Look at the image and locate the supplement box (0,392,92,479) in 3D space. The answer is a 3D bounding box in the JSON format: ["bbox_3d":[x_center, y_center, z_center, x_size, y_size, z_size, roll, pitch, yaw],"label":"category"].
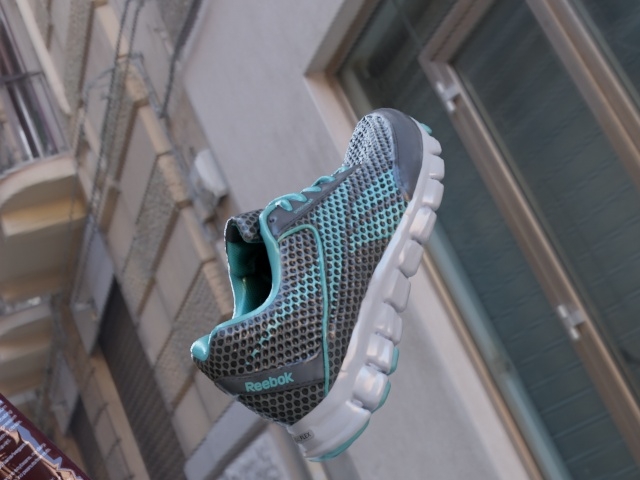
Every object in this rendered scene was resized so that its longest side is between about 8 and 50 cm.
[{"bbox_3d":[-0.219,0.179,0.648,0.073,0.239,0.130,-44,-11,-28],"label":"supplement box"}]

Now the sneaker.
[{"bbox_3d":[0.000,0.000,0.369,0.076,0.166,0.065,29,-38,-15],"label":"sneaker"}]
